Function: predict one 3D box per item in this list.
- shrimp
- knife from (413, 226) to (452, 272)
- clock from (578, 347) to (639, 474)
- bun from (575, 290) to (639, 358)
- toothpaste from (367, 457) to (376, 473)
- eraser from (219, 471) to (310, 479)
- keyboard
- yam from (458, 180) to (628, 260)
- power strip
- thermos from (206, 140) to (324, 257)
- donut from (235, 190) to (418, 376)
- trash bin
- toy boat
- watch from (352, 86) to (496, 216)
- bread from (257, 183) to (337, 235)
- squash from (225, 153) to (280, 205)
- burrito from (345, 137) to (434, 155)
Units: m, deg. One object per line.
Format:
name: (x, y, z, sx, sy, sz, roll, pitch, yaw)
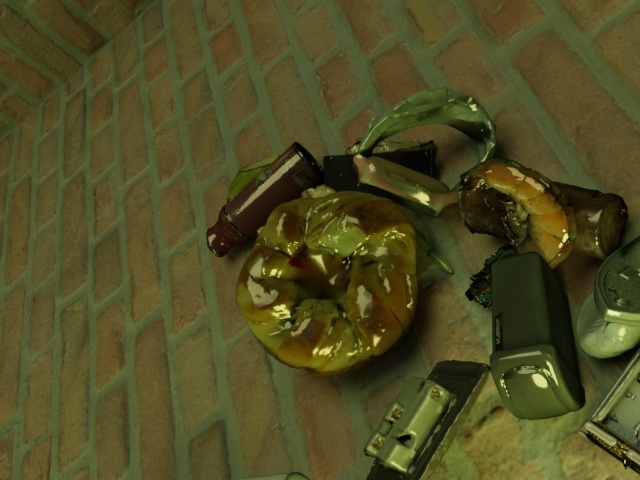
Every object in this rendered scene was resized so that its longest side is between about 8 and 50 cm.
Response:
shrimp: (0.294, -0.013, 1.339, 0.222, 0.054, 0.290, 49, 137, 17)
knife: (0.206, 0.012, 1.561, 0.022, 0.026, 0.184, -43, 37, 4)
clock: (0.499, 0.218, 1.089, 0.253, 0.083, 0.186, -53, 40, -2)
bun: (0.450, 0.118, 1.197, 0.140, 0.083, 0.141, -55, 2, 3)
toothpaste: (0.107, 0.369, 1.388, 0.020, 0.017, 0.083, 4, 63, 44)
eraser: (-0.152, 0.527, 1.444, 0.290, 0.104, 0.189, -17, 54, 34)
keyboard: (0.120, -0.141, 1.732, 0.310, 0.018, 0.100, 2, 93, 44)
yam: (0.382, -0.047, 1.369, 0.280, 0.131, 0.131, 16, 72, 46)
power strip: (0.146, 0.288, 1.261, 0.257, 0.092, 0.251, -57, -4, -12)
thermos: (-0.152, -0.096, 1.899, 0.330, 0.109, 0.136, -41, 66, 12)
donut: (0.022, 0.073, 1.490, 0.361, 0.170, 0.360, -2, 71, 7)
trash bin: (0.330, 0.156, 1.221, 0.101, 0.177, 0.236, -18, 47, 29)
toy boat: (0.479, 0.045, 1.102, 0.320, 0.092, 0.141, -23, 43, -37)
watch: (0.210, -0.182, 1.550, 0.162, 0.254, 0.241, 80, -148, -88)
bread: (0.004, 0.006, 1.714, 0.211, 0.224, 0.183, 37, 80, 9)
squash: (-0.182, -0.147, 2.000, 0.200, 0.075, 0.090, -41, 33, 12)
burrito: (0.150, -0.199, 1.750, 0.230, 0.058, 0.063, 2, 67, 46)
